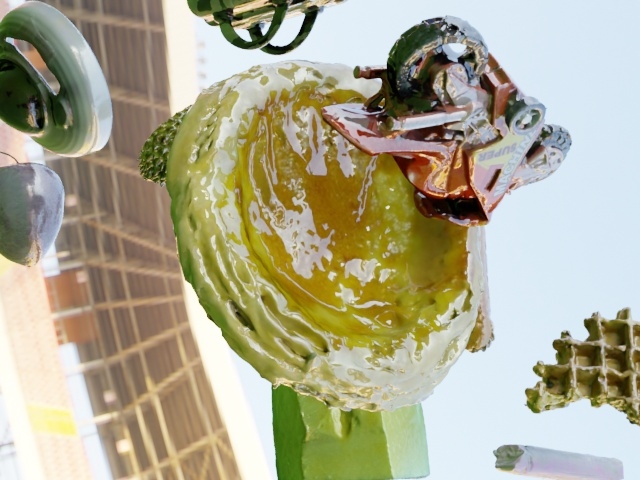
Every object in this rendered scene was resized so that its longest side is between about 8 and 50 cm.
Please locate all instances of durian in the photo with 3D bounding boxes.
[{"bbox_3d":[-0.254,-0.163,1.953,0.108,0.186,0.119,42,3,10],"label":"durian"}]

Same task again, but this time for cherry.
[{"bbox_3d":[-0.430,-0.038,1.420,0.188,0.115,0.148,-7,-64,22],"label":"cherry"}]

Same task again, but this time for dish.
[{"bbox_3d":[-0.483,-0.247,1.753,0.273,0.134,0.273,27,-45,31],"label":"dish"}]

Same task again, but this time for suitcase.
[{"bbox_3d":[-0.095,-0.506,1.894,0.352,0.194,0.339,-3,-97,45],"label":"suitcase"}]

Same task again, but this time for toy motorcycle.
[{"bbox_3d":[0.134,-0.098,1.003,0.171,0.298,0.089,-34,-126,19],"label":"toy motorcycle"}]

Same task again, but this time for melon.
[{"bbox_3d":[0.027,0.153,1.308,0.124,0.196,0.323,-121,-155,-85],"label":"melon"}]

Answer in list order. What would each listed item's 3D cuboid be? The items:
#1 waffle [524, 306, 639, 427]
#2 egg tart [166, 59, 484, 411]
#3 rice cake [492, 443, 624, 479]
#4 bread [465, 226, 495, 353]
[{"bbox_3d":[0.452,0.217,1.457,0.293,0.260,0.069,40,-28,26],"label":"waffle"},{"bbox_3d":[0.000,0.000,1.079,0.169,0.388,0.387,-28,-104,48],"label":"egg tart"},{"bbox_3d":[0.369,0.345,1.612,0.055,0.270,0.049,-37,-131,40],"label":"rice cake"},{"bbox_3d":[0.223,0.060,1.852,0.119,0.153,0.288,45,41,-75],"label":"bread"}]
